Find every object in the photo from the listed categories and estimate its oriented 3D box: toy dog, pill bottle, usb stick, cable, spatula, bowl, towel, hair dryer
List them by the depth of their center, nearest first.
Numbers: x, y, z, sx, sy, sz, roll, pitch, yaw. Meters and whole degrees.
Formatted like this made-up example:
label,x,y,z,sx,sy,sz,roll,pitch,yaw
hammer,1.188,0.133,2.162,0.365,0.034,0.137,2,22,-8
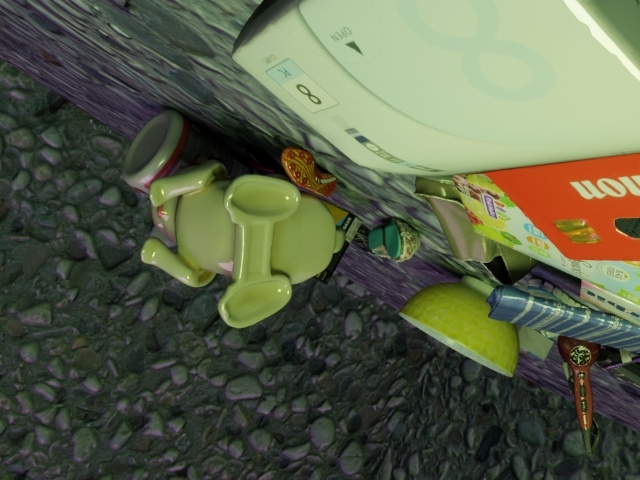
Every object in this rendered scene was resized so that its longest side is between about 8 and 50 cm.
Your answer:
label,x,y,z,sx,sy,sz,roll,pitch,yaw
towel,0.411,0.121,0.999,0.336,0.040,0.243,13,171,12
spatula,0.551,0.195,1.248,0.296,0.084,0.030,51,-156,-59
hair dryer,0.514,0.265,1.327,0.080,0.223,0.293,-15,137,17
toy dog,-0.186,-0.054,1.438,0.395,0.284,0.408,-20,-152,-39
usb stick,0.713,0.311,1.463,0.278,0.045,0.077,31,175,-2
bowl,0.342,0.174,1.586,0.289,0.156,0.289,30,174,4
pill bottle,-0.285,-0.144,1.719,0.363,0.210,0.210,34,173,-37
cable,0.083,-0.024,1.788,0.184,0.047,0.150,35,168,-19

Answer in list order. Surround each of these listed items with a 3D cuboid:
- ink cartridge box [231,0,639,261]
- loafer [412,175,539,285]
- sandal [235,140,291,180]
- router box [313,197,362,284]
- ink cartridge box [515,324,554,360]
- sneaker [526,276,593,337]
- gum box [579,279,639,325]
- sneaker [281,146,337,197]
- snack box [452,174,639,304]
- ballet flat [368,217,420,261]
label,x,y,z,sx,sy,sz,roll,pitch,yaw
ink cartridge box,0.150,-0.065,0.477,0.385,0.091,0.308,39,164,-20
loafer,0.214,-0.012,0.940,0.251,0.087,0.094,33,174,-28
sandal,-0.127,-0.168,1.556,0.067,0.040,0.179,26,173,41
router box,0.000,0.000,1.684,0.133,0.179,0.046,27,175,31
ink cartridge box,0.530,0.260,1.864,0.104,0.061,0.181,31,175,-11
sneaker,0.435,0.145,1.232,0.191,0.083,0.071,29,173,-6
gum box,0.411,0.074,0.820,0.188,0.062,0.107,28,174,25
sneaker,-0.034,-0.128,1.314,0.067,0.064,0.175,22,171,32
snack box,0.254,-0.024,0.725,0.207,0.070,0.174,25,172,27
ballet flat,0.164,-0.002,1.439,0.077,0.091,0.241,0,-175,-11
